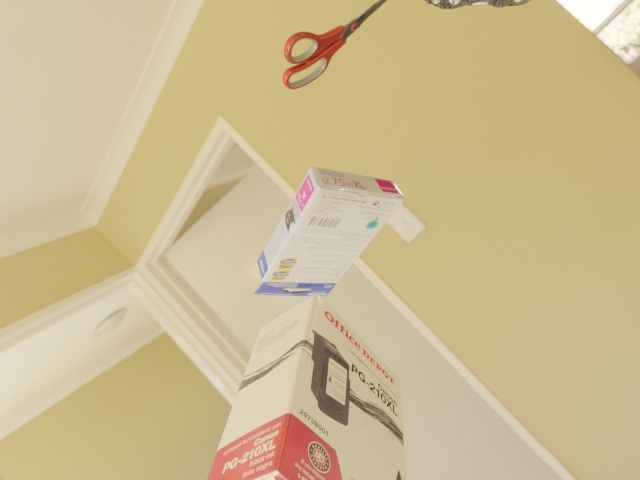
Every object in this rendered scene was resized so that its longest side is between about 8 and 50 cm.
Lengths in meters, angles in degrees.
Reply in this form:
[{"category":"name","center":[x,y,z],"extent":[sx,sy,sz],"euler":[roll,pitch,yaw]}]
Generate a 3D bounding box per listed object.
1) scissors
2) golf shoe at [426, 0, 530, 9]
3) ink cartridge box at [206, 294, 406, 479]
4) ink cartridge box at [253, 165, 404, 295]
[{"category":"scissors","center":[0.047,-0.386,0.809],"extent":[0.297,0.021,0.109],"euler":[-35,-28,-16]},{"category":"golf shoe","center":[0.326,-0.533,0.892],"extent":[0.120,0.273,0.105],"euler":[-30,-42,-44]},{"category":"ink cartridge box","center":[0.001,0.196,0.451],"extent":[0.100,0.172,0.237],"euler":[-36,18,22]},{"category":"ink cartridge box","center":[0.000,0.000,0.836],"extent":[0.186,0.065,0.311],"euler":[4,-45,-32]}]
